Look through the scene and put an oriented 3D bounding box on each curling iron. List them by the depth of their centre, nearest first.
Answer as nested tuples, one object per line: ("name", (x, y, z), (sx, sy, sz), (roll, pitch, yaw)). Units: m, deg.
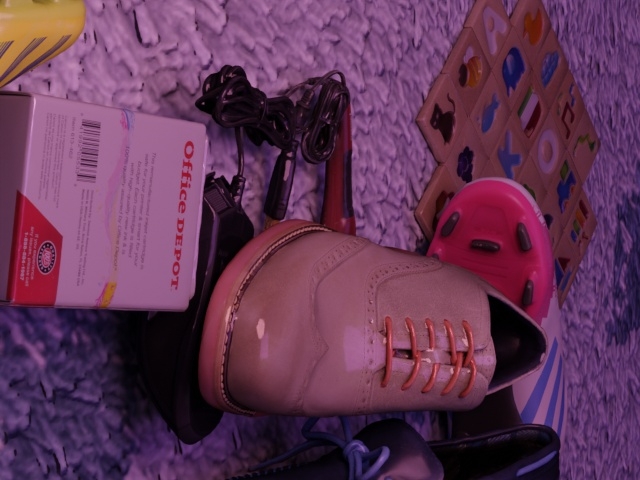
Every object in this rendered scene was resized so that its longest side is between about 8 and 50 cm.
("curling iron", (0.000, 0.000, 1.461), (0.068, 0.035, 0.274), (-15, 113, -33))

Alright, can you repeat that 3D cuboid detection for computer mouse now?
("computer mouse", (-0.077, 0.009, 1.329), (0.184, 0.060, 0.262), (1, 97, -74))

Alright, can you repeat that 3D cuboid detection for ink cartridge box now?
("ink cartridge box", (-0.155, -0.022, 1.177), (0.175, 0.072, 0.127), (6, 89, -57))

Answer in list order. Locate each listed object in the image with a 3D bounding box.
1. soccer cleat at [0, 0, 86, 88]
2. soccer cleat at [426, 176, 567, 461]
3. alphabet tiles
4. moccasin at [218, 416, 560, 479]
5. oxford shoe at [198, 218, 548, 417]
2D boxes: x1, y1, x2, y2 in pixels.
("soccer cleat", (-0.241, -0.080, 1.031), (0.289, 0.093, 0.121), (-30, 130, -50))
("soccer cleat", (0.161, 0.087, 1.666), (0.143, 0.116, 0.331), (-44, 135, -59))
("alphabet tiles", (0.182, -0.061, 1.751), (0.285, 0.011, 0.342), (-62, 141, -29))
("moccasin", (0.043, 0.183, 1.423), (0.342, 0.138, 0.117), (-1, 116, -43))
("oxford shoe", (0.049, 0.064, 1.367), (0.397, 0.146, 0.140), (-7, 108, -62))
